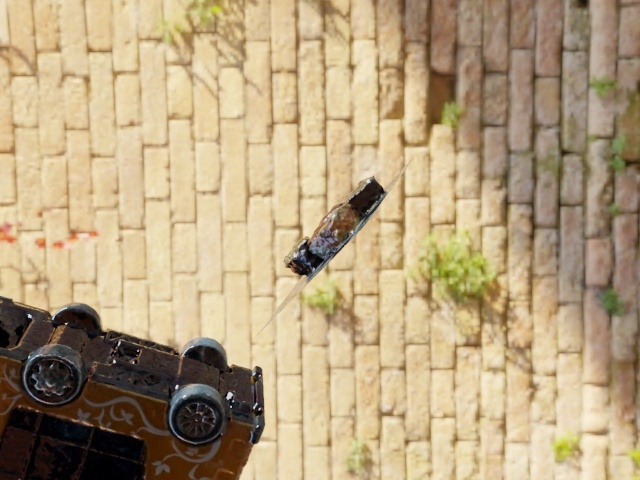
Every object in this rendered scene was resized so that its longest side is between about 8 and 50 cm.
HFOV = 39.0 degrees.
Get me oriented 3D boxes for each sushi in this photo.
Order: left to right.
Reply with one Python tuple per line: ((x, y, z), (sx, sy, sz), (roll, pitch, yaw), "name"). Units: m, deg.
((0.000, 0.000, 0.863), (0.201, 0.031, 0.139), (-47, 4, 40), "sushi")

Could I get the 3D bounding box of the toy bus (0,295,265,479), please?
((-0.238, 0.193, 0.984), (0.162, 0.323, 0.194), (-105, 34, -72), "toy bus")
